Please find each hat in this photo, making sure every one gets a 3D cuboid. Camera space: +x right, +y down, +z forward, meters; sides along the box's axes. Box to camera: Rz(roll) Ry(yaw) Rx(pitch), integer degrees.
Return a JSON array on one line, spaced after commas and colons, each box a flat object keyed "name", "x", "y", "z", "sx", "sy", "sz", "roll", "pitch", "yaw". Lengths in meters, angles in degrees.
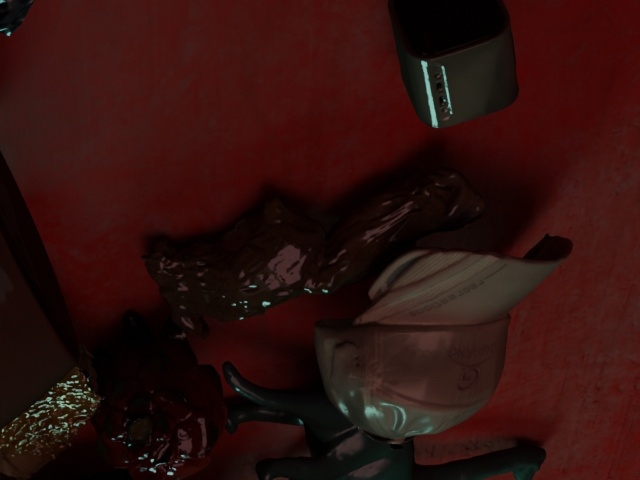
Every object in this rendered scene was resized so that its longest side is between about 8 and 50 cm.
[{"name": "hat", "x": 0.130, "y": 0.088, "z": 1.599, "sx": 0.219, "sy": 0.164, "sz": 0.226, "roll": -5, "pitch": 171, "yaw": -44}]

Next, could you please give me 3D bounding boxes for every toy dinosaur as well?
[{"name": "toy dinosaur", "x": 0.078, "y": 0.178, "z": 1.789, "sx": 0.331, "sy": 0.129, "sz": 0.383, "roll": -22, "pitch": 141, "yaw": -13}]

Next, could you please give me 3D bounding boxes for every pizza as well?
[{"name": "pizza", "x": -0.260, "y": 0.115, "z": 1.581, "sx": 0.147, "sy": 0.069, "sz": 0.226, "roll": -17, "pitch": 134, "yaw": 14}]

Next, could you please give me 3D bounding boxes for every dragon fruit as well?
[{"name": "dragon fruit", "x": -0.148, "y": 0.147, "z": 1.612, "sx": 0.130, "sy": 0.142, "sz": 0.121, "roll": -12, "pitch": 148, "yaw": -3}]

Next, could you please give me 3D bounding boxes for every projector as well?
[{"name": "projector", "x": 0.102, "y": -0.148, "z": 1.399, "sx": 0.083, "sy": 0.083, "sz": 0.082, "roll": -17, "pitch": 142, "yaw": -1}]

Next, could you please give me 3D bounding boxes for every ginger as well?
[{"name": "ginger", "x": -0.002, "y": 0.001, "z": 1.555, "sx": 0.290, "sy": 0.084, "sz": 0.122, "roll": -17, "pitch": 119, "yaw": 4}]

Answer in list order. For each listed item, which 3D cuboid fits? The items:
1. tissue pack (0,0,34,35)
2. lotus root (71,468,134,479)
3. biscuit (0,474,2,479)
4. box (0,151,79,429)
[{"name": "tissue pack", "x": -0.311, "y": -0.296, "z": 0.920, "sx": 0.416, "sy": 0.264, "sz": 0.253, "roll": 11, "pitch": 131, "yaw": -32}, {"name": "lotus root", "x": -0.296, "y": 0.347, "z": 1.747, "sx": 0.397, "sy": 0.196, "sz": 0.179, "roll": -27, "pitch": 120, "yaw": 18}, {"name": "biscuit", "x": -0.375, "y": 0.232, "z": 1.586, "sx": 0.301, "sy": 0.049, "sz": 0.197, "roll": -2, "pitch": 115, "yaw": -62}, {"name": "box", "x": -0.312, "y": 0.023, "z": 1.284, "sx": 0.216, "sy": 0.301, "sz": 0.301, "roll": -23, "pitch": 141, "yaw": -1}]
